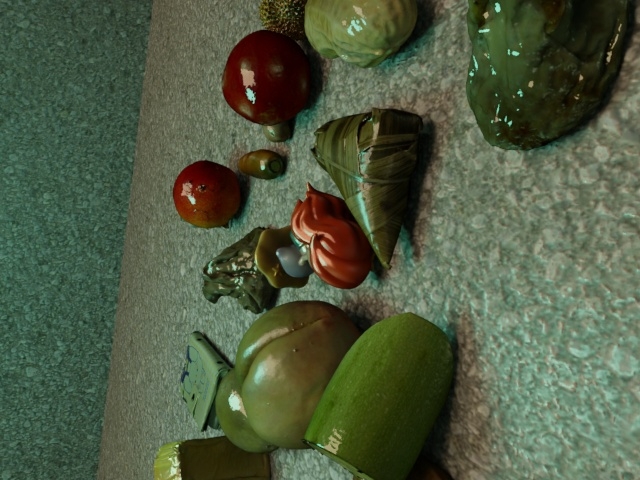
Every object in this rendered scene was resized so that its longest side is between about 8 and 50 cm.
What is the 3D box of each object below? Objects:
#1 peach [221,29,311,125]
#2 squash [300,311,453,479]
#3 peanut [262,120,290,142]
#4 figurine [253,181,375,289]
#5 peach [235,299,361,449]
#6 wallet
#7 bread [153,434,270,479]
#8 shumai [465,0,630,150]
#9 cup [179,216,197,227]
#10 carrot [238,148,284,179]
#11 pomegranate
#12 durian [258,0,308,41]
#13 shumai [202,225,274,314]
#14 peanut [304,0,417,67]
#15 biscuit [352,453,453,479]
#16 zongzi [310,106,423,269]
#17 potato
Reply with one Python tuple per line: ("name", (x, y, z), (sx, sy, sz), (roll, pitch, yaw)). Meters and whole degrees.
("peach", (-0.138, -0.395, 1.388), (0.244, 0.199, 0.243), (-11, 60, 20))
("squash", (0.105, 0.265, 0.943), (0.189, 0.189, 0.260), (-5, 50, 58))
("peanut", (-0.123, -0.320, 1.500), (0.076, 0.076, 0.152), (-55, 45, 39))
("figurine", (-0.007, 0.003, 1.168), (0.257, 0.181, 0.208), (-15, 44, 50))
("peach", (-0.035, 0.253, 1.109), (0.292, 0.248, 0.292), (-38, 31, 28))
("wallet", (-0.365, 0.439, 1.762), (0.310, 0.077, 0.223), (21, 100, 60))
("bread", (-0.261, 0.561, 1.382), (0.119, 0.288, 0.152), (-37, 55, 38))
("shumai", (0.253, -0.259, 0.759), (0.222, 0.204, 0.271), (45, 126, 53))
("cup", (-0.391, -0.097, 1.840), (0.095, 0.130, 0.128), (-46, 48, 46))
("carrot", (-0.171, -0.209, 1.545), (0.193, 0.087, 0.087), (15, 98, 56))
("pomegranate", (-0.337, -0.131, 1.705), (0.235, 0.210, 0.210), (69, 179, -53))
("durian", (-0.077, -0.577, 1.413), (0.158, 0.137, 0.167), (-38, 68, 46))
("shumai", (-0.218, 0.075, 1.476), (0.184, 0.186, 0.217), (35, 114, 55))
("peanut", (0.069, -0.447, 1.129), (0.158, 0.174, 0.340), (-43, 39, -1))
("biscuit", (0.141, 0.487, 0.963), (0.273, 0.049, 0.257), (-24, 65, 56))
("zongzi", (0.076, -0.101, 1.099), (0.286, 0.134, 0.287), (-167, 77, -65))
("potato", (-0.165, 0.408, 1.366), (0.235, 0.160, 0.177), (36, 136, 40))
